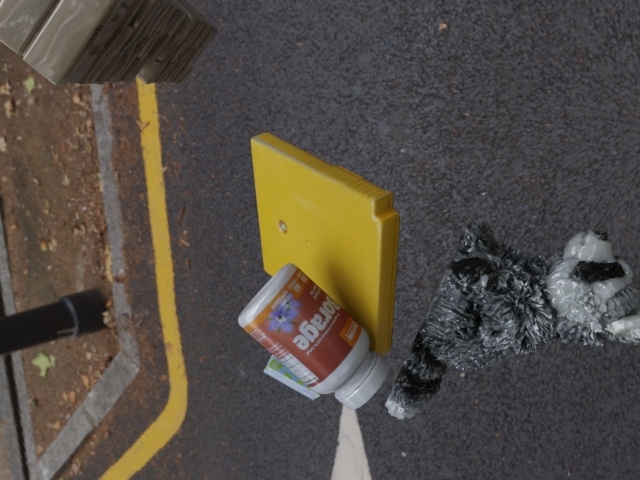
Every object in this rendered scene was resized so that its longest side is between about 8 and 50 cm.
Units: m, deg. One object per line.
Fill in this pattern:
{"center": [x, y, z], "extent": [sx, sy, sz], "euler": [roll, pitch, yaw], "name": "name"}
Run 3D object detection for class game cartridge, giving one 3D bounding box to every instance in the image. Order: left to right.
{"center": [0.000, 0.000, 0.830], "extent": [0.323, 0.052, 0.286], "euler": [33, 136, 41], "name": "game cartridge"}

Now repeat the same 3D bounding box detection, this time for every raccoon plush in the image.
{"center": [0.324, 0.166, 0.840], "extent": [0.299, 0.216, 0.447], "euler": [24, 128, 13], "name": "raccoon plush"}

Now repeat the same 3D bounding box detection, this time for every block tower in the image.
{"center": [-0.189, -0.218, 0.492], "extent": [0.091, 0.335, 0.097], "euler": [40, 102, -12], "name": "block tower"}

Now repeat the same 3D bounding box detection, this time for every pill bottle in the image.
{"center": [-0.006, 0.146, 0.745], "extent": [0.216, 0.121, 0.121], "euler": [42, 124, -5], "name": "pill bottle"}

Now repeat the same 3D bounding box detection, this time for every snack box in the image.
{"center": [-0.044, 0.338, 1.496], "extent": [0.174, 0.207, 0.070], "euler": [30, 147, -4], "name": "snack box"}
